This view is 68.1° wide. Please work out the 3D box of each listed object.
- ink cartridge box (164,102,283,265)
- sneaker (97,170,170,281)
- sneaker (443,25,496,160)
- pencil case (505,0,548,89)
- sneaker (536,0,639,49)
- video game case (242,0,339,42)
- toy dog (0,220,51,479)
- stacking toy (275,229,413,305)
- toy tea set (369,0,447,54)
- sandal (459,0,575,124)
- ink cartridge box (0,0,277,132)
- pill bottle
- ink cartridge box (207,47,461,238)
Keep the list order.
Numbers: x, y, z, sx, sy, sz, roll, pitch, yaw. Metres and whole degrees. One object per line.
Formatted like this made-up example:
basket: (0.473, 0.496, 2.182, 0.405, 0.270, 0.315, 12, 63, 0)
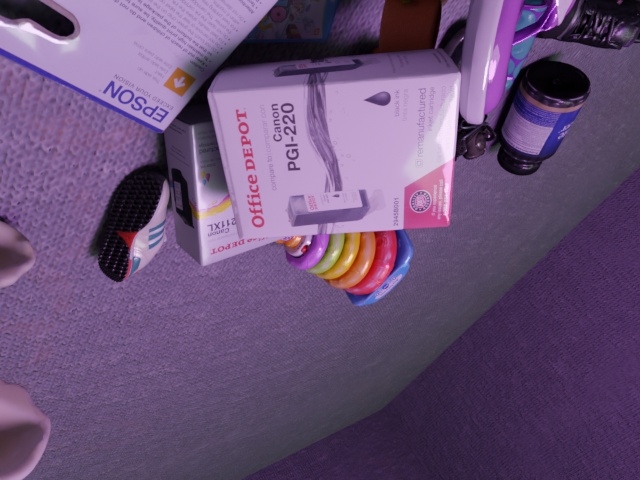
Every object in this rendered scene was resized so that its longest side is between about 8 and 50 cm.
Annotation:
ink cartridge box: (-0.109, -0.073, 0.574, 0.128, 0.072, 0.174, -21, 128, -35)
sneaker: (-0.227, -0.023, 0.610, 0.161, 0.057, 0.075, -60, 172, 21)
sneaker: (0.235, -0.218, 0.756, 0.087, 0.130, 0.227, -26, 148, -25)
pencil case: (0.296, -0.312, 0.750, 0.070, 0.064, 0.151, 8, 142, 0)
sneaker: (0.463, -0.374, 0.785, 0.284, 0.124, 0.107, -20, 147, -29)
video game case: (-0.045, -0.262, 0.486, 0.167, 0.015, 0.119, -17, 146, -34)
toy dog: (-0.480, 0.202, 0.409, 0.396, 0.284, 0.408, 5, 132, -52)
stacking toy: (0.000, 0.000, 0.823, 0.302, 0.165, 0.175, 16, 127, -39)
toy tea set: (0.078, -0.256, 0.541, 0.200, 0.125, 0.335, -56, 155, -53)
sandal: (0.222, -0.301, 0.439, 0.415, 0.102, 0.169, -70, 157, -12)
ink cartridge box: (-0.138, -0.266, 0.304, 0.330, 0.071, 0.324, -41, 149, 17)
pill bottle: (0.439, -0.239, 0.964, 0.123, 0.122, 0.219, -28, 151, -17)
ink cartridge box: (0.016, -0.092, 0.468, 0.218, 0.092, 0.158, -3, 124, 5)
